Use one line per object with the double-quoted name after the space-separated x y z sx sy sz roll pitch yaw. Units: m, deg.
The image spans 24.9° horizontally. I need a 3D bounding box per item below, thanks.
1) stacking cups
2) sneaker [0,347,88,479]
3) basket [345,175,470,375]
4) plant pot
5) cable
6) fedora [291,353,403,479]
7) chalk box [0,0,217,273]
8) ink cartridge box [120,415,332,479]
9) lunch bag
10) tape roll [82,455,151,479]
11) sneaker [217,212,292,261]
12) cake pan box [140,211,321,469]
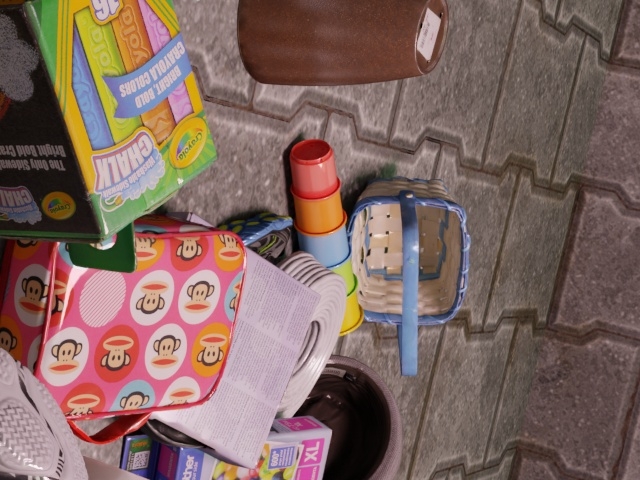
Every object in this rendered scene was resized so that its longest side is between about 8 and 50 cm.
0.000 0.000 2.157 0.096 0.096 0.316 -53 145 -41 "stacking cups"
-0.377 0.164 1.229 0.210 0.137 0.366 -37 127 13 "sneaker"
0.135 0.043 2.290 0.289 0.201 0.255 -97 -172 -64 "basket"
0.043 -0.291 1.912 0.215 0.230 0.215 -42 140 -50 "plant pot"
-0.053 0.145 2.070 0.257 0.089 0.257 -18 131 -64 "cable"
-0.003 0.309 2.217 0.124 0.243 0.275 120 -8 -56 "fedora"
-0.228 -0.109 1.340 0.179 0.180 0.289 -41 125 -45 "chalk box"
-0.132 0.341 1.955 0.311 0.065 0.186 1 106 -38 "ink cartridge box"
-0.224 0.099 1.619 0.293 0.120 0.258 5 98 -48 "lunch bag"
-0.206 0.333 1.657 0.100 0.286 0.286 -69 155 -16 "tape roll"
-0.090 0.009 1.990 0.188 0.067 0.078 -18 114 -65 "sneaker"
-0.141 0.133 1.833 0.246 0.070 0.267 31 71 -35 "cake pan box"
